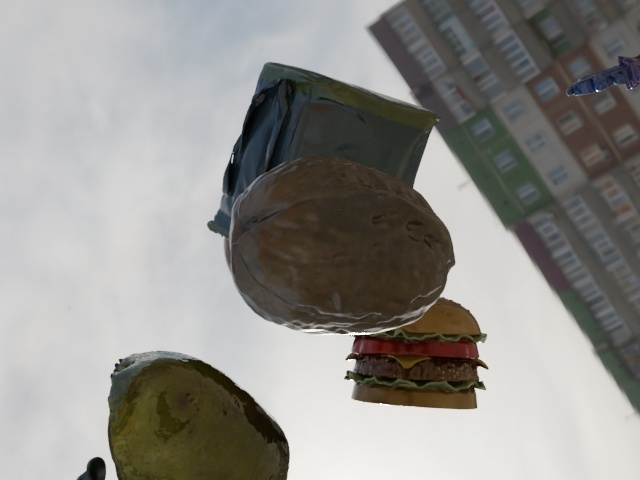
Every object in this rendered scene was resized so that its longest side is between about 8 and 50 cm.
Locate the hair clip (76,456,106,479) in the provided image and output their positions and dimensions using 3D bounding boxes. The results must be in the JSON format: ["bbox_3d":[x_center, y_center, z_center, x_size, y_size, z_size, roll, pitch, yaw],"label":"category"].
[{"bbox_3d":[-0.336,0.444,1.602,0.048,0.083,0.275,58,172,-36],"label":"hair clip"}]

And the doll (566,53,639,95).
[{"bbox_3d":[0.564,-0.313,1.955,0.110,0.205,0.067,-84,-25,-74],"label":"doll"}]

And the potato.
[{"bbox_3d":[-0.192,0.304,1.642,0.280,0.212,0.330,56,-162,-62],"label":"potato"}]

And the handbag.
[{"bbox_3d":[0.004,-0.086,1.328,0.222,0.241,0.263,14,-171,-32],"label":"handbag"}]

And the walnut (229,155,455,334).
[{"bbox_3d":[0.024,0.006,0.982,0.230,0.178,0.178,8,-131,-19],"label":"walnut"}]

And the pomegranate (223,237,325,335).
[{"bbox_3d":[0.000,0.000,2.227,0.416,0.416,0.417,39,-147,-32],"label":"pomegranate"}]

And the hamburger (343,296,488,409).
[{"bbox_3d":[0.182,0.205,1.961,0.274,0.274,0.212,11,-99,-54],"label":"hamburger"}]
